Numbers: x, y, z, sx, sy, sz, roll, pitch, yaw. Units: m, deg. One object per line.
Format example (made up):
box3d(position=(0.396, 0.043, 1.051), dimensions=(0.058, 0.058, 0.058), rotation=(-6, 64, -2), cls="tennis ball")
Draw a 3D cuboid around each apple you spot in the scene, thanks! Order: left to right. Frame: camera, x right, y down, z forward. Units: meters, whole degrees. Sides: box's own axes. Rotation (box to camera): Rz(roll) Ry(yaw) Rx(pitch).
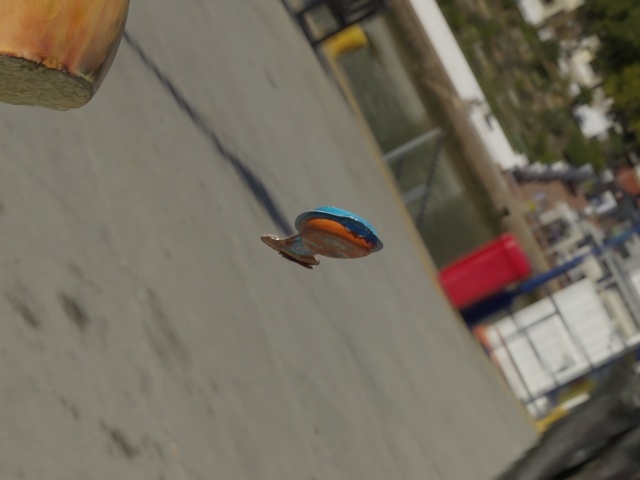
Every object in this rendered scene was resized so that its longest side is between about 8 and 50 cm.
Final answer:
box3d(position=(-0.301, -0.289, 1.426), dimensions=(0.314, 0.252, 0.309), rotation=(25, 68, -72), cls="apple")

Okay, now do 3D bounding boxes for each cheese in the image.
box3d(position=(0.000, 0.000, 1.911), dimensions=(0.106, 0.037, 0.256), rotation=(29, -19, -17), cls="cheese")
